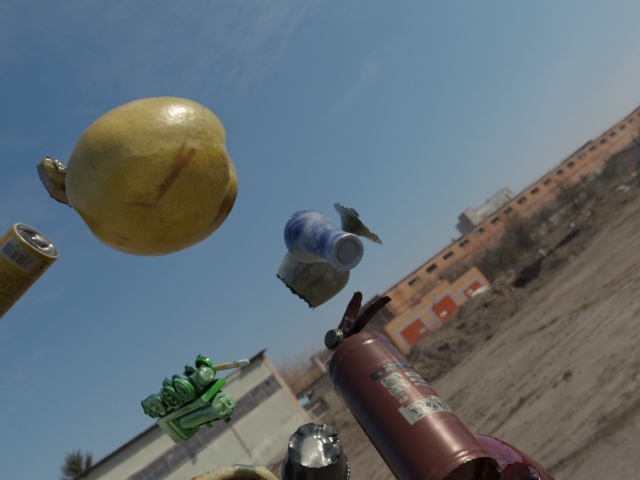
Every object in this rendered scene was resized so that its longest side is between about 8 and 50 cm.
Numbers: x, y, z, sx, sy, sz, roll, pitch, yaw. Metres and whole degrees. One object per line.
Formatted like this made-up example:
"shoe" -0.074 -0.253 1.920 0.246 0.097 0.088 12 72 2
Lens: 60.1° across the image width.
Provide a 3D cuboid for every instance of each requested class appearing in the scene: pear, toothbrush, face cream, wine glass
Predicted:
"pear" -0.316 -0.120 1.065 0.314 0.314 0.314 -36 -13 -10
"toothbrush" -0.320 0.386 1.669 0.288 0.021 0.024 -19 -15 36
"face cream" -0.671 0.126 1.079 0.349 0.105 0.105 -47 -13 0
"wine glass" 0.019 0.053 1.800 0.323 0.238 0.238 -47 -12 -7

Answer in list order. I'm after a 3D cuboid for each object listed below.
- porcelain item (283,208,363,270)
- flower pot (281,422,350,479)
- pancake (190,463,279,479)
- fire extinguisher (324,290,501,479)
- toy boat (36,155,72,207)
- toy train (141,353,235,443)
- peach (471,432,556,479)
"porcelain item" 0.000 0.000 1.373 0.141 0.141 0.259 -33 29 -22
"flower pot" -0.011 0.483 1.227 0.157 0.157 0.107 -29 -45 -33
"pancake" -0.224 0.744 1.409 0.356 0.356 0.065 -34 11 -17
"fire extinguisher" 0.099 0.187 0.728 0.147 0.337 0.106 -49 -53 5
"toy boat" -0.518 -0.119 1.338 0.089 0.122 0.321 -17 -32 40
"toy train" -0.233 0.290 0.982 0.085 0.119 0.251 -43 5 -41
"peach" 0.280 0.577 1.010 0.353 0.339 0.416 -29 8 25
